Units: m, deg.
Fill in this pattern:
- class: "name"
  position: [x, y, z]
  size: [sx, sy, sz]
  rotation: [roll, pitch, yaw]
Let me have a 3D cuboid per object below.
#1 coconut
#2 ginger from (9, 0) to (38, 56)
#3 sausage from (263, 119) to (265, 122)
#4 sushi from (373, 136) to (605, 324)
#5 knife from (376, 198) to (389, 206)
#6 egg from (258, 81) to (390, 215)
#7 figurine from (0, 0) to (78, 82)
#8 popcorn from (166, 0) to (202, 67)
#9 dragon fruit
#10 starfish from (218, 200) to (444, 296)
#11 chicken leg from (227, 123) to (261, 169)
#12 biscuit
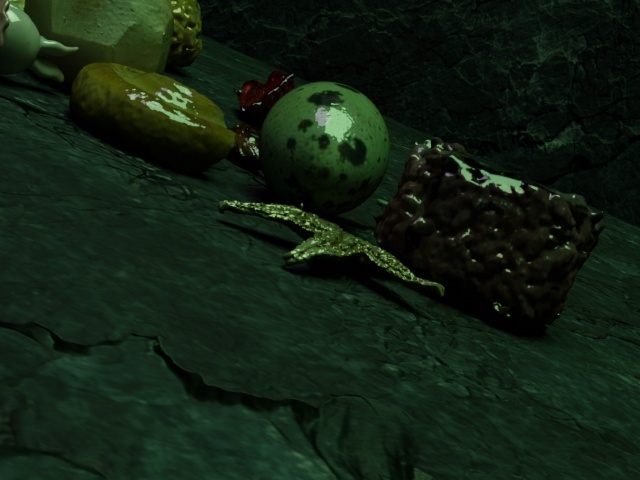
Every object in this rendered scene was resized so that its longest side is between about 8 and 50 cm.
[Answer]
- class: "coconut"
  position: [-0.339, -0.330, 1.571]
  size: [0.236, 0.197, 0.237]
  rotation: [13, 37, -10]
- class: "ginger"
  position: [-0.501, -0.335, 1.604]
  size: [0.122, 0.115, 0.193]
  rotation: [5, 8, 34]
- class: "sausage"
  position: [-0.053, -0.171, 1.721]
  size: [0.076, 0.076, 0.197]
  rotation: [19, 13, -19]
- class: "sushi"
  position: [0.208, -0.018, 1.291]
  size: [0.270, 0.171, 0.236]
  rotation: [26, 10, 8]
- class: "knife"
  position: [0.186, -0.037, 1.722]
  size: [0.207, 0.014, 0.030]
  rotation: [17, 15, -21]
- class: "egg"
  position: [0.004, -0.117, 1.353]
  size: [0.177, 0.177, 0.228]
  rotation: [22, 19, -6]
- class: "figurine"
  position: [-0.454, -0.283, 1.381]
  size: [0.155, 0.127, 0.235]
  rotation: [18, 3, 28]
- class: "popcorn"
  position: [-0.368, -0.487, 2.267]
  size: [0.250, 0.190, 0.250]
  rotation: [34, 8, -6]
- class: "dragon fruit"
  position: [-0.123, -0.289, 2.018]
  size: [0.092, 0.123, 0.192]
  rotation: [1, 22, -21]
- class: "starfish"
  position: [0.002, -0.005, 1.172]
  size: [0.231, 0.048, 0.295]
  rotation: [14, 14, -36]
- class: "chicken leg"
  position: [-0.102, -0.138, 1.550]
  size: [0.089, 0.048, 0.219]
  rotation: [16, 13, -15]
- class: "biscuit"
  position: [-0.230, -0.178, 1.391]
  size: [0.213, 0.091, 0.274]
  rotation: [19, 15, -28]
